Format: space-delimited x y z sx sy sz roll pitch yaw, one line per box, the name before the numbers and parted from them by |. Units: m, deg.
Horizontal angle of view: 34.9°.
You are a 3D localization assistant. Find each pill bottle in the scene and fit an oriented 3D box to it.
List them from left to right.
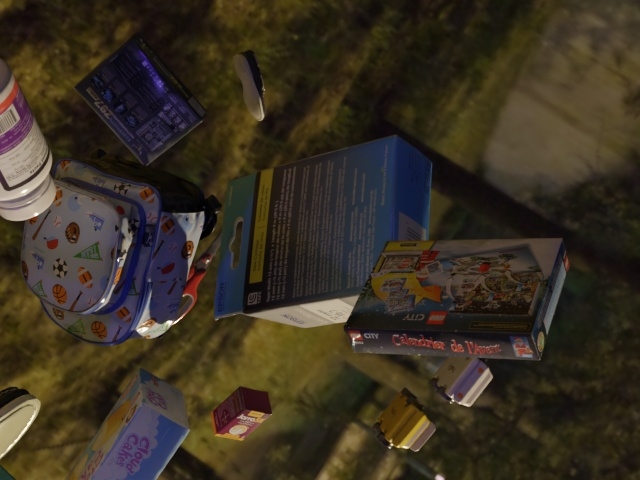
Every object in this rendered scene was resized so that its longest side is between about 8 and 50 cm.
pill bottle | -0.389 -0.117 1.224 0.108 0.108 0.194 -52 148 -30

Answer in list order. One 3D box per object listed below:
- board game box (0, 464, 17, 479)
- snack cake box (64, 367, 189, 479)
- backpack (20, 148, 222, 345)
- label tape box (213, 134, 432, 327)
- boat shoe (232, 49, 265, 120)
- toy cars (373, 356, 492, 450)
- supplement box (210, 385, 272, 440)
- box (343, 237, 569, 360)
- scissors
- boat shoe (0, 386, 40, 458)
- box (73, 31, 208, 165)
board game box | -0.227 0.391 1.003 0.079 0.336 0.254 -40 141 -29
snack cake box | -0.315 0.349 1.586 0.264 0.089 0.152 -56 -164 5
backpack | -0.309 0.022 1.504 0.213 0.276 0.264 -13 116 -49
label tape box | 0.000 0.000 1.606 0.115 0.347 0.249 28 59 -45
boat shoe | -0.118 -0.275 1.801 0.038 0.125 0.046 -34 -155 -34
toy cars | 0.212 0.296 1.842 0.176 0.087 0.394 -53 -178 -41
supplement box | -0.121 0.264 1.551 0.083 0.055 0.043 -45 -137 32
box | 0.161 0.066 1.203 0.159 0.233 0.044 -61 138 -41
scissors | -0.206 0.045 1.791 0.297 0.021 0.109 -42 135 6
boat shoe | -0.520 0.284 1.318 0.340 0.113 0.127 -42 160 5
box | -0.385 -0.301 2.185 0.183 0.233 0.059 -35 -165 24
